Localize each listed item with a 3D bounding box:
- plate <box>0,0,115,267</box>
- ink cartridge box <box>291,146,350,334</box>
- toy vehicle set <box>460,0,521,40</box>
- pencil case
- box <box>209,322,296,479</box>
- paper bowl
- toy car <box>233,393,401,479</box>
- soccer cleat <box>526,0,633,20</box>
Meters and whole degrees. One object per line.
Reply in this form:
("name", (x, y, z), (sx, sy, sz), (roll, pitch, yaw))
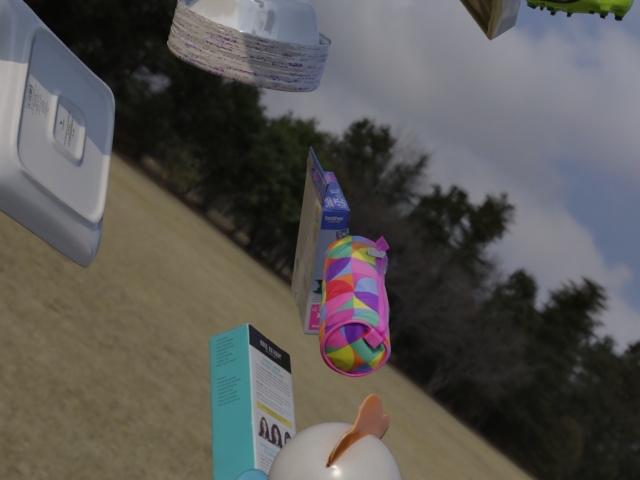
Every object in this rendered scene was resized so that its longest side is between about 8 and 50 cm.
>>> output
("plate", (-0.335, -0.140, 1.378), (0.045, 0.277, 0.278), (-7, -25, 19))
("ink cartridge box", (0.000, 0.000, 2.051), (0.065, 0.311, 0.186), (1, 25, -11))
("toy vehicle set", (0.128, -0.358, 1.180), (0.267, 0.035, 0.166), (56, -3, 12))
("pencil case", (0.049, 0.083, 1.512), (0.104, 0.104, 0.236), (42, 26, -23))
("box", (-0.077, 0.228, 1.271), (0.100, 0.060, 0.244), (44, 32, -47))
("paper bowl", (-0.118, -0.376, 1.935), (0.284, 0.148, 0.284), (15, 18, -5))
("toy car", (0.010, 0.231, 0.929), (0.219, 0.238, 0.210), (35, 18, 23))
("soccer cleat", (0.310, -0.312, 1.334), (0.060, 0.072, 0.179), (9, 7, -41))
